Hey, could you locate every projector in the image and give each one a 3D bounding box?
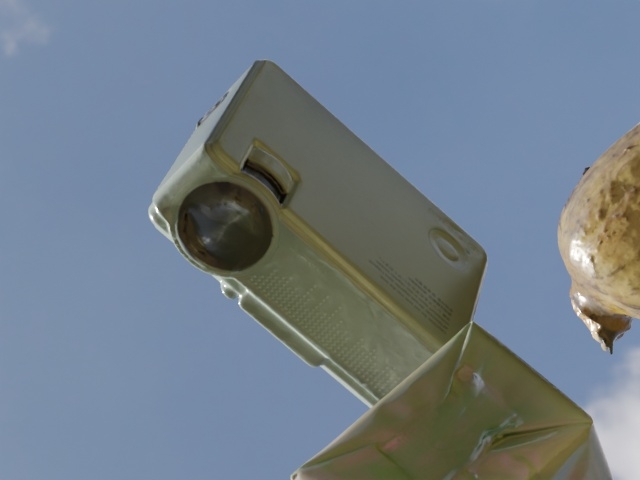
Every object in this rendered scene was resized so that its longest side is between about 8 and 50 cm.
[{"bbox_3d":[0.000,0.000,1.476,0.257,0.099,0.192,41,-153,-10],"label":"projector"}]

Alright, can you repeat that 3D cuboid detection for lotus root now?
[{"bbox_3d":[0.292,-0.025,1.627,0.140,0.154,0.257,30,-81,-42],"label":"lotus root"}]

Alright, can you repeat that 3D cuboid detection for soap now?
[{"bbox_3d":[0.104,0.192,1.341,0.182,0.138,0.199,-41,-37,-11],"label":"soap"}]
